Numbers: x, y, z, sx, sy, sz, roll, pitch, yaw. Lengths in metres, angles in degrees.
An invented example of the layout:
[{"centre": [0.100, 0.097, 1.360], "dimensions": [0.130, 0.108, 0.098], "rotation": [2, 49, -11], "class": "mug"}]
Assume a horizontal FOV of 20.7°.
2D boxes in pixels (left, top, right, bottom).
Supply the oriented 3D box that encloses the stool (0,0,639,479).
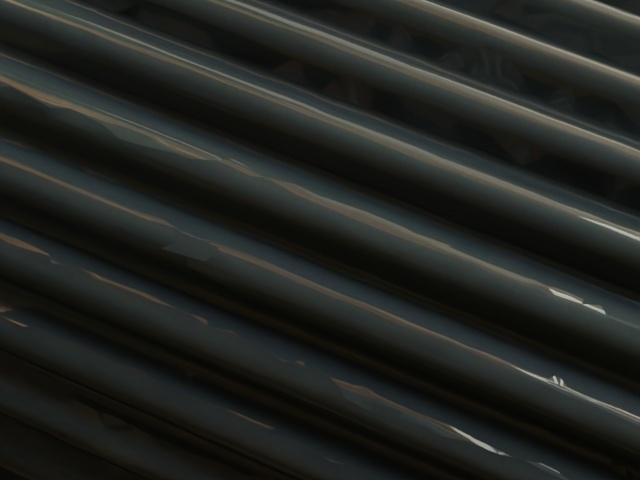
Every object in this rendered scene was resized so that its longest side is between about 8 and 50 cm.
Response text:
[{"centre": [0.000, 0.000, 0.583], "dimensions": [0.330, 0.297, 0.297], "rotation": [22, 138, -3], "class": "stool"}]
